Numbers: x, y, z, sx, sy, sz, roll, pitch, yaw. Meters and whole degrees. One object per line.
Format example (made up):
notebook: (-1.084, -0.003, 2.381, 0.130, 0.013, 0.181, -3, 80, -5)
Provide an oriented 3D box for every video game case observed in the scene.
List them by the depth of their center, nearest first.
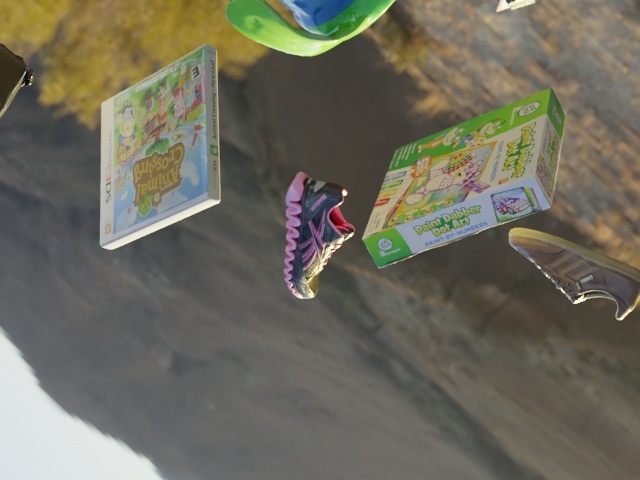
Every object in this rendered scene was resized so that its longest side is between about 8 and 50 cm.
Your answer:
video game case: (-0.194, -0.108, 1.616, 0.023, 0.193, 0.212, 14, 155, -41)

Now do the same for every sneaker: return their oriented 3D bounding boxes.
sneaker: (0.000, 0.000, 1.159, 0.057, 0.047, 0.119, 7, 122, 8)
sneaker: (0.318, 0.040, 1.746, 0.188, 0.071, 0.066, 21, 178, 26)

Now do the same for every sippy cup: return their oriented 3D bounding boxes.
sippy cup: (-0.024, -0.362, 1.438, 0.224, 0.240, 0.305, 28, -154, -27)

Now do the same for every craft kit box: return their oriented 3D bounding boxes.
craft kit box: (0.193, -0.085, 1.793, 0.061, 0.246, 0.250, 61, -154, -23)

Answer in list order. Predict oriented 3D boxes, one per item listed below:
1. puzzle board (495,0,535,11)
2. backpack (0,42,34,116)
puzzle board: (0.209, -0.222, 1.106, 0.096, 0.128, 0.011, 91, 160, -79)
backpack: (-0.516, -0.207, 1.946, 0.117, 0.158, 0.173, 41, 152, -30)
